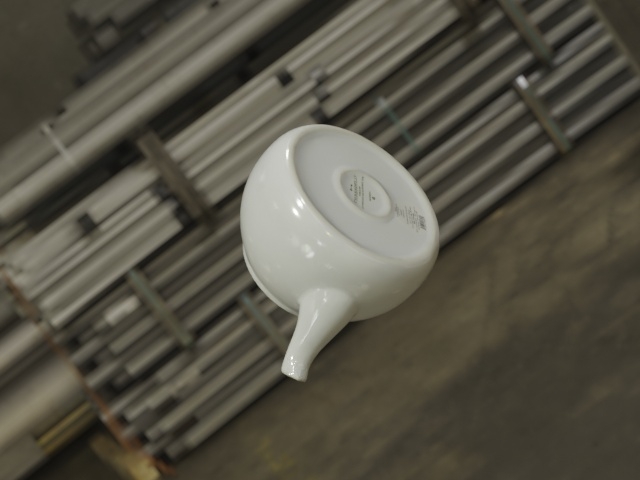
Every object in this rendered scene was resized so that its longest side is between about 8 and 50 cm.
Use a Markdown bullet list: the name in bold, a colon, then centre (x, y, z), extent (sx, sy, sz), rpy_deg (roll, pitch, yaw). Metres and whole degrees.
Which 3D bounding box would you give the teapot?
- **teapot**: centre (0.000, 0.000, 1.880), extent (0.256, 0.252, 0.187), rpy_deg (-22, -22, -52)
